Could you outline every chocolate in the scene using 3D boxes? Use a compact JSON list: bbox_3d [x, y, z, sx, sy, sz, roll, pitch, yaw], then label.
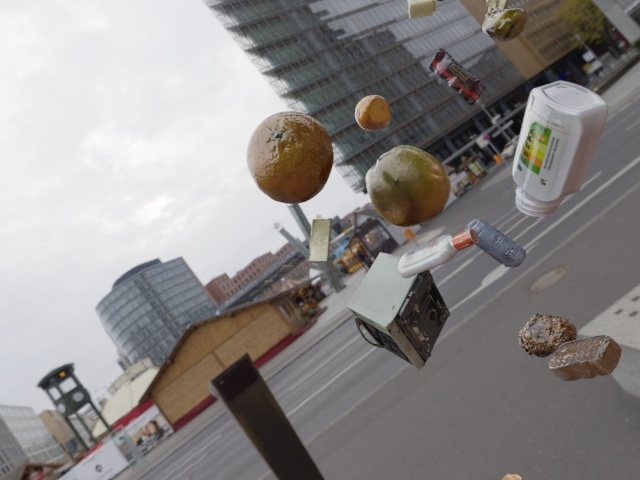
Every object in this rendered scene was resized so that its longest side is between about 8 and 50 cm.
[{"bbox_3d":[0.928,0.421,1.483,0.148,0.093,0.214,-36,-9,-30],"label":"chocolate"},{"bbox_3d":[0.395,-0.474,1.226,0.028,0.182,0.086,-35,-11,-28],"label":"chocolate"}]

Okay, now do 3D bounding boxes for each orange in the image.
[{"bbox_3d":[-0.084,-0.231,1.176,0.264,0.264,0.264,-37,-5,-3],"label":"orange"}]

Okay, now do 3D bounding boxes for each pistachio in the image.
[{"bbox_3d":[0.607,-0.712,1.398,0.100,0.110,0.189,-49,26,10],"label":"pistachio"}]

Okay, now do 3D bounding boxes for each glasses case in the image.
[{"bbox_3d":[0.777,0.012,1.879,0.109,0.282,0.067,-59,-13,30],"label":"glasses case"}]

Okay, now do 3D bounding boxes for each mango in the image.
[{"bbox_3d":[0.222,-0.523,1.749,0.217,0.102,0.141,7,-68,-52],"label":"mango"}]

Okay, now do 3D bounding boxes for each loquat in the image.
[{"bbox_3d":[0.302,-0.190,1.453,0.276,0.284,0.276,-42,13,12],"label":"loquat"}]

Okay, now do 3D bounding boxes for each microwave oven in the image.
[{"bbox_3d":[0.345,0.299,1.750,0.247,0.394,0.333,15,62,43],"label":"microwave oven"}]

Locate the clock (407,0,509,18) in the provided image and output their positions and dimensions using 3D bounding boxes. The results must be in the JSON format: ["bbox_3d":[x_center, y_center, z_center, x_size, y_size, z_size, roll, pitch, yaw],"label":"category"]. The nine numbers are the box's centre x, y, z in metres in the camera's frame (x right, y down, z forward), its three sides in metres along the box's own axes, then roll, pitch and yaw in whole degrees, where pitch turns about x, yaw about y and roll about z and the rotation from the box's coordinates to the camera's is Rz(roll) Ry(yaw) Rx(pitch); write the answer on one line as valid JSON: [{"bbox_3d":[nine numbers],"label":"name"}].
[{"bbox_3d":[0.455,-0.817,1.282,0.379,0.276,0.120,0,-10,16],"label":"clock"}]

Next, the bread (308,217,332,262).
[{"bbox_3d":[0.000,0.000,1.369,0.068,0.153,0.028,-1,-19,18],"label":"bread"}]

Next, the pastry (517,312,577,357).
[{"bbox_3d":[1.079,0.441,2.028,0.275,0.193,0.275,-31,-16,-10],"label":"pastry"}]

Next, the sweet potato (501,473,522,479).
[{"bbox_3d":[0.496,0.687,0.970,0.067,0.281,0.059,-22,-3,-38],"label":"sweet potato"}]

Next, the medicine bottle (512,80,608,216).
[{"bbox_3d":[0.576,-0.212,1.055,0.124,0.179,0.324,-21,-44,-8],"label":"medicine bottle"}]

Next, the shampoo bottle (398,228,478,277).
[{"bbox_3d":[0.308,0.031,1.115,0.221,0.051,0.108,-29,14,40],"label":"shampoo bottle"}]
